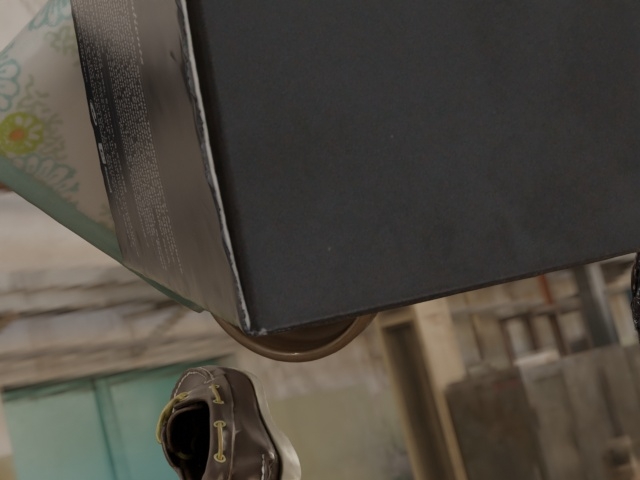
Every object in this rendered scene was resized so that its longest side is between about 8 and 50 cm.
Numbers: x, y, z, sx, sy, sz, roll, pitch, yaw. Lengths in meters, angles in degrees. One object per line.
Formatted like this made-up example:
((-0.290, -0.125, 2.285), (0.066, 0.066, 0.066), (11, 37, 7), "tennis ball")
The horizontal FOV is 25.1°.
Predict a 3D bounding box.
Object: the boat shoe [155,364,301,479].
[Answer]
((-0.114, 0.202, 1.497), (0.096, 0.117, 0.324), (20, 10, -22), "boat shoe")

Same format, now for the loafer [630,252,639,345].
((0.365, 0.106, 1.535), (0.109, 0.303, 0.095), (15, -27, -40), "loafer")

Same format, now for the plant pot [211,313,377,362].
((0.000, 0.000, 1.831), (0.263, 0.263, 0.229), (-19, 3, 28), "plant pot")

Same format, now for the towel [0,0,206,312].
((-0.139, -0.124, 1.455), (0.320, 0.090, 0.374), (-45, -54, 9), "towel")

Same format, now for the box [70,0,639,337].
((0.089, -0.142, 1.083), (0.479, 0.298, 0.472), (-12, 6, -15), "box")
